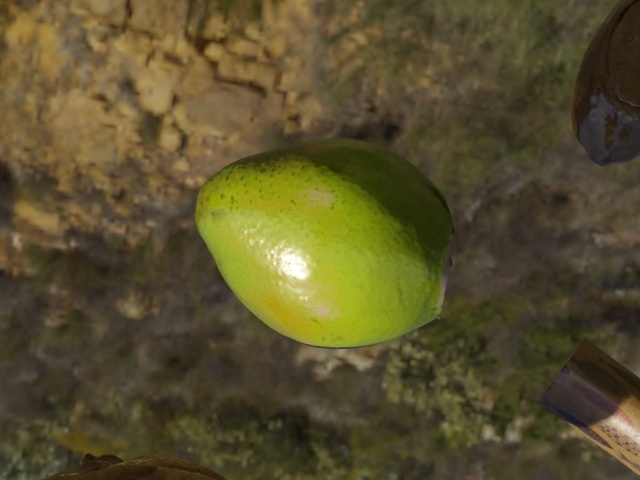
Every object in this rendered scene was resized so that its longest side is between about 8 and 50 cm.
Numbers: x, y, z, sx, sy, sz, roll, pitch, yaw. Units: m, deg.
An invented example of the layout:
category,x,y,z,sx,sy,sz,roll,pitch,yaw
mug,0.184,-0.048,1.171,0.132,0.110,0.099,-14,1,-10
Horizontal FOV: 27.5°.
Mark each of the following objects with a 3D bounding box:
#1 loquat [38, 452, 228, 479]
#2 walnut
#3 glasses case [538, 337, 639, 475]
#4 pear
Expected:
category,x,y,z,sx,sy,sz,roll,pitch,yaw
loquat,-0.162,0.322,1.099,0.276,0.284,0.276,-12,-177,1
walnut,0.356,-0.190,1.443,0.137,0.245,0.137,24,162,8
glasses case,0.264,0.158,1.066,0.170,0.065,0.041,36,-147,10
pear,0.000,0.000,1.131,0.219,0.188,0.187,6,-167,-2
